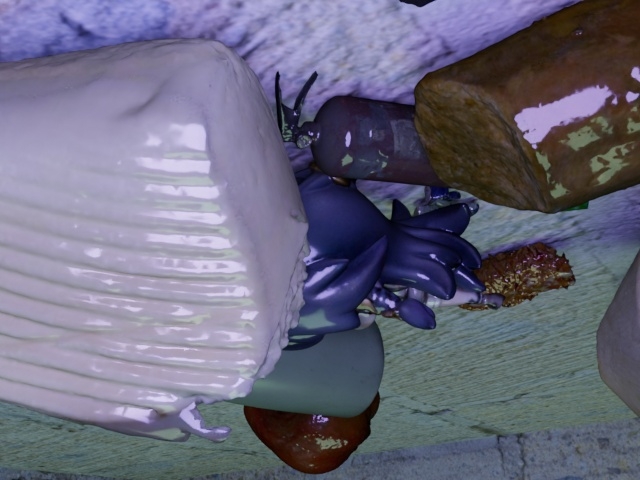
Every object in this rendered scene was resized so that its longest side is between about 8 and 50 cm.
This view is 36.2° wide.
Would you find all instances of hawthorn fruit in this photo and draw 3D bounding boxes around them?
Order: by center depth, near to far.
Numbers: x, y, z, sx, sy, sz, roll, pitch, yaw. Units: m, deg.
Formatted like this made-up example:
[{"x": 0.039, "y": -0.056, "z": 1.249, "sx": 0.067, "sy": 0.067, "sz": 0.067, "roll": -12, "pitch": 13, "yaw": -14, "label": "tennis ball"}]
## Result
[{"x": -0.034, "y": 0.280, "z": 1.694, "sx": 0.261, "sy": 0.224, "sz": 0.224, "roll": 21, "pitch": 155, "yaw": -10, "label": "hawthorn fruit"}]

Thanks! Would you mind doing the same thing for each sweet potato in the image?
[{"x": 0.250, "y": -0.114, "z": 0.718, "sx": 0.370, "sy": 0.157, "sz": 0.158, "roll": -17, "pitch": 158, "yaw": 13, "label": "sweet potato"}]

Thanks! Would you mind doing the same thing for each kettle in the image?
[{"x": -0.071, "y": 0.160, "z": 1.420, "sx": 0.255, "sy": 0.165, "sz": 0.240, "roll": 9, "pitch": -175, "yaw": -33, "label": "kettle"}]

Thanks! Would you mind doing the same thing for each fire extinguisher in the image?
[{"x": 0.078, "y": -0.092, "z": 0.851, "sx": 0.268, "sy": 0.072, "sz": 0.089, "roll": 4, "pitch": 124, "yaw": -23, "label": "fire extinguisher"}]

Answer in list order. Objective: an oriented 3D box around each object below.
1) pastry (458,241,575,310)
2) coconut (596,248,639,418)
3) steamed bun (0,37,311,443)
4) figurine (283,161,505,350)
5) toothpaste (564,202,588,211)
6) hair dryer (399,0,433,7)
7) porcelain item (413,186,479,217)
[{"x": 0.252, "y": 0.044, "z": 1.289, "sx": 0.169, "sy": 0.063, "sz": 0.087, "roll": -21, "pitch": 150, "yaw": 31, "label": "pastry"}, {"x": 0.487, "y": 0.102, "z": 1.129, "sx": 0.353, "sy": 0.352, "sz": 0.352, "roll": -4, "pitch": 161, "yaw": -1, "label": "coconut"}, {"x": -0.152, "y": -0.029, "z": 0.764, "sx": 0.290, "sy": 0.273, "sz": 0.272, "roll": -1, "pitch": -157, "yaw": 1, "label": "steamed bun"}, {"x": 0.040, "y": 0.016, "z": 0.962, "sx": 0.265, "sy": 0.197, "sz": 0.175, "roll": -18, "pitch": 167, "yaw": -28, "label": "figurine"}, {"x": 0.245, "y": -0.077, "z": 0.959, "sx": 0.037, "sy": 0.043, "sz": 0.178, "roll": -6, "pitch": 161, "yaw": 12, "label": "toothpaste"}, {"x": 0.140, "y": -0.195, "z": 0.573, "sx": 0.197, "sy": 0.089, "sz": 0.251, "roll": 11, "pitch": 165, "yaw": -43, "label": "hair dryer"}, {"x": 0.142, "y": -0.034, "z": 1.094, "sx": 0.075, "sy": 0.021, "sz": 0.136, "roll": -6, "pitch": 162, "yaw": -9, "label": "porcelain item"}]
